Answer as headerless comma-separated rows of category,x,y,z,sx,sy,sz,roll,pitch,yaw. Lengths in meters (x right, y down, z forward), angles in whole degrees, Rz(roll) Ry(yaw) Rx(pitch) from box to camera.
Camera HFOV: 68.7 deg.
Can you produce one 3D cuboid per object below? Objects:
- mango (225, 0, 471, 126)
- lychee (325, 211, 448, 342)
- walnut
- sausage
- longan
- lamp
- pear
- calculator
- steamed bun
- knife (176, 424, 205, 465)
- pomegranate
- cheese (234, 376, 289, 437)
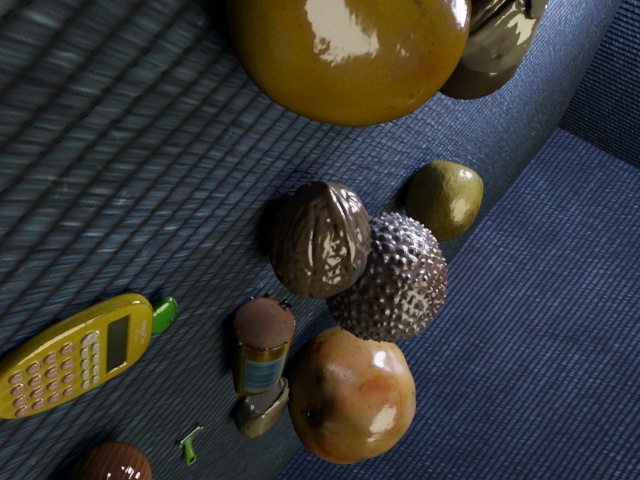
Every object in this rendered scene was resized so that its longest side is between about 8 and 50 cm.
mango,0.033,-0.221,0.472,0.317,0.173,0.211,-13,136,-50
lychee,0.142,0.085,1.048,0.300,0.300,0.300,-43,158,-22
walnut,-0.001,-0.002,0.778,0.178,0.178,0.230,-37,149,-35
sausage,-0.127,0.239,0.973,0.317,0.117,0.125,106,5,-51
longan,0.257,-0.326,0.790,0.187,0.167,0.167,-49,164,-50
lamp,-0.336,0.392,0.742,0.136,0.136,0.136,-43,158,-22
pear,0.326,-0.103,1.254,0.228,0.188,0.211,-4,117,-64
calculator,-0.282,0.134,0.578,0.235,0.032,0.146,-28,149,-45
steamed bun,0.185,-0.335,0.585,0.144,0.211,0.218,-9,141,-26
knife,-0.311,0.496,1.126,0.078,0.022,0.166,-28,148,-35
pomegranate,0.097,0.448,1.410,0.411,0.411,0.411,-43,158,-22
cheese,-0.161,0.469,1.311,0.175,0.091,0.202,-43,159,-25
